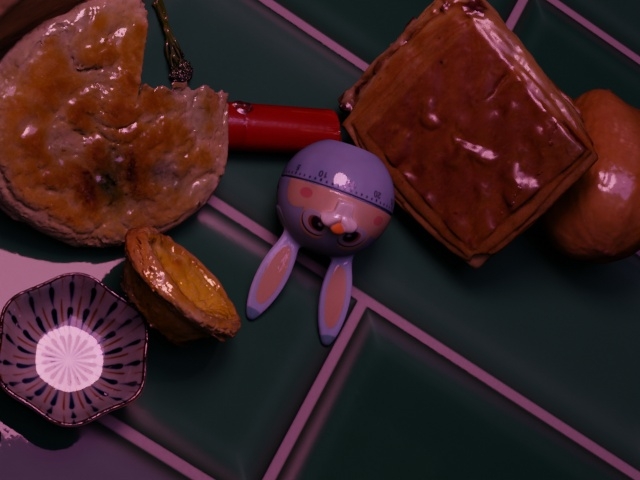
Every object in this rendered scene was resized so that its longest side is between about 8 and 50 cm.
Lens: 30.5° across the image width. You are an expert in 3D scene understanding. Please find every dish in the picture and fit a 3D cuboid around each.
[{"bbox_3d":[-0.299,0.137,1.406,0.190,0.066,0.191,8,65,-17],"label":"dish"}]

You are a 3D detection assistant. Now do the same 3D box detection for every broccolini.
[{"bbox_3d":[-0.208,-0.283,1.640,0.030,0.035,0.140,-8,70,-28],"label":"broccolini"}]

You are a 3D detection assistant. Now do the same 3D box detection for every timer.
[{"bbox_3d":[0.008,-0.014,1.540,0.175,0.175,0.255,22,63,-12],"label":"timer"}]

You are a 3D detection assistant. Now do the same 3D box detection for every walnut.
[{"bbox_3d":[0.418,-0.101,1.720,0.203,0.203,0.298,23,59,-11],"label":"walnut"}]

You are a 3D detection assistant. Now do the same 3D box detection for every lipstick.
[{"bbox_3d":[-0.108,-0.155,1.605,0.279,0.073,0.073,1,68,-22],"label":"lipstick"}]

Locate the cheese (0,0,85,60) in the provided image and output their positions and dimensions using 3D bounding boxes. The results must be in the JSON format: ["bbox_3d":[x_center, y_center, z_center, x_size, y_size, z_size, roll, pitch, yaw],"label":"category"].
[{"bbox_3d":[-0.404,-0.268,1.434,0.384,0.384,0.104,-31,89,-29],"label":"cheese"}]

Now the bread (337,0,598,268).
[{"bbox_3d":[0.212,-0.159,1.649,0.324,0.277,0.167,50,20,10],"label":"bread"}]

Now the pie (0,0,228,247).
[{"bbox_3d":[-0.264,-0.132,1.454,0.337,0.075,0.338,-10,109,-29],"label":"pie"}]

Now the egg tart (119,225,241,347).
[{"bbox_3d":[-0.183,0.062,1.447,0.074,0.191,0.191,-40,86,9],"label":"egg tart"}]
